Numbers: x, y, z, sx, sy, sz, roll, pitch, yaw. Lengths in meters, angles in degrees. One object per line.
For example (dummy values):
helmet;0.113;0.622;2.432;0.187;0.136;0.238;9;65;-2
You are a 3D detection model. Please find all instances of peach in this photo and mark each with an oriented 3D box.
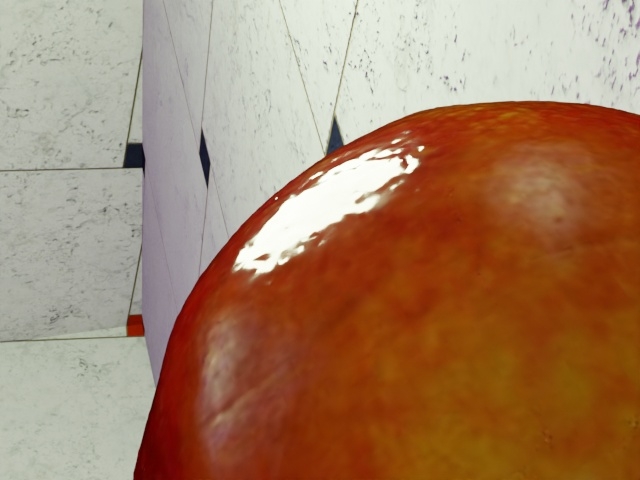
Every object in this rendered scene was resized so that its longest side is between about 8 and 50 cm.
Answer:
peach;0.094;0.107;0.651;0.388;0.388;0.389;173;90;-77
